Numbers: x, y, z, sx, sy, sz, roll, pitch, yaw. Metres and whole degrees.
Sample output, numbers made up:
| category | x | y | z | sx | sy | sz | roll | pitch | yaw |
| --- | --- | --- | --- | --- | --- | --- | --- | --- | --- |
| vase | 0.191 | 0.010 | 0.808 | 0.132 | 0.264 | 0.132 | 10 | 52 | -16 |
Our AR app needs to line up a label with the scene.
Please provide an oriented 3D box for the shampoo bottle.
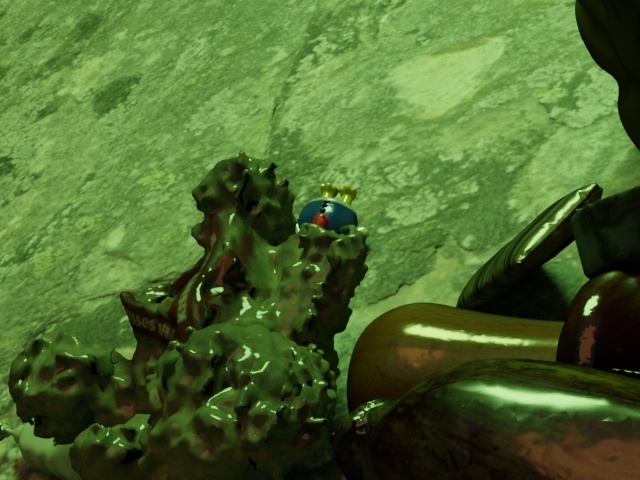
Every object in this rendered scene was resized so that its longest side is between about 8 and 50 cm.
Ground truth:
| category | x | y | z | sx | sy | sz | roll | pitch | yaw |
| --- | --- | --- | --- | --- | --- | --- | --- | --- | --- |
| shampoo bottle | -0.276 | 0.205 | 1.501 | 0.152 | 0.045 | 0.077 | 5 | 48 | 37 |

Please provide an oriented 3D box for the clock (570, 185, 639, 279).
| category | x | y | z | sx | sy | sz | roll | pitch | yaw |
| --- | --- | --- | --- | --- | --- | --- | --- | --- | --- |
| clock | 0.348 | -0.010 | 1.202 | 0.280 | 0.280 | 0.055 | -10 | 78 | 22 |

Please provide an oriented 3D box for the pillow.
| category | x | y | z | sx | sy | sz | roll | pitch | yaw |
| --- | --- | --- | --- | --- | --- | --- | --- | --- | --- |
| pillow | 0.190 | 0.013 | 1.356 | 0.113 | 0.038 | 0.203 | -41 | -4 | -17 |

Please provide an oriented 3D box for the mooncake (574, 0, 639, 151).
| category | x | y | z | sx | sy | sz | roll | pitch | yaw |
| --- | --- | --- | --- | --- | --- | --- | --- | --- | --- |
| mooncake | 0.352 | -0.206 | 1.334 | 0.200 | 0.378 | 0.378 | -29 | 37 | -1 |

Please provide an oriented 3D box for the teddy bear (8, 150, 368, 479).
| category | x | y | z | sx | sy | sz | roll | pitch | yaw |
| --- | --- | --- | --- | --- | --- | --- | --- | --- | --- |
| teddy bear | -0.091 | 0.107 | 1.304 | 0.357 | 0.224 | 0.367 | -43 | 14 | -6 |

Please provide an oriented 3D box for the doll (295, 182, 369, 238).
| category | x | y | z | sx | sy | sz | roll | pitch | yaw |
| --- | --- | --- | --- | --- | --- | --- | --- | --- | --- |
| doll | 0.000 | 0.000 | 1.565 | 0.098 | 0.058 | 0.143 | 9 | 54 | 20 |

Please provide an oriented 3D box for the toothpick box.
| category | x | y | z | sx | sy | sz | roll | pitch | yaw |
| --- | --- | --- | --- | --- | --- | --- | --- | --- | --- |
| toothpick box | 0.176 | 0.122 | 1.204 | 0.294 | 0.192 | 0.192 | -3 | 43 | 36 |

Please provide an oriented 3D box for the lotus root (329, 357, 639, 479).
| category | x | y | z | sx | sy | sz | roll | pitch | yaw |
| --- | --- | --- | --- | --- | --- | --- | --- | --- | --- |
| lotus root | 0.183 | 0.184 | 0.976 | 0.397 | 0.179 | 0.196 | 13 | 95 | 35 |
